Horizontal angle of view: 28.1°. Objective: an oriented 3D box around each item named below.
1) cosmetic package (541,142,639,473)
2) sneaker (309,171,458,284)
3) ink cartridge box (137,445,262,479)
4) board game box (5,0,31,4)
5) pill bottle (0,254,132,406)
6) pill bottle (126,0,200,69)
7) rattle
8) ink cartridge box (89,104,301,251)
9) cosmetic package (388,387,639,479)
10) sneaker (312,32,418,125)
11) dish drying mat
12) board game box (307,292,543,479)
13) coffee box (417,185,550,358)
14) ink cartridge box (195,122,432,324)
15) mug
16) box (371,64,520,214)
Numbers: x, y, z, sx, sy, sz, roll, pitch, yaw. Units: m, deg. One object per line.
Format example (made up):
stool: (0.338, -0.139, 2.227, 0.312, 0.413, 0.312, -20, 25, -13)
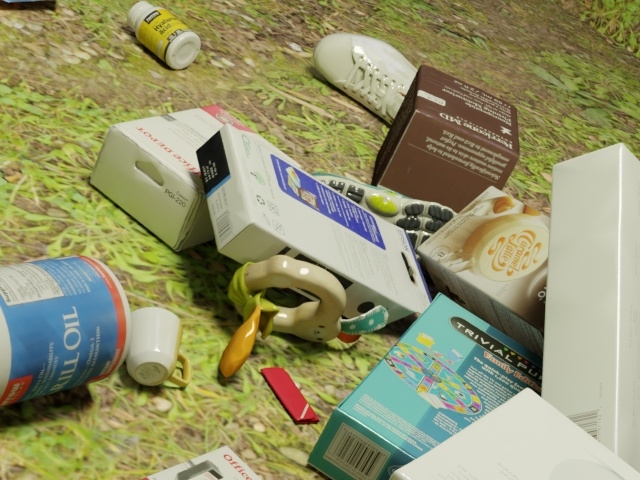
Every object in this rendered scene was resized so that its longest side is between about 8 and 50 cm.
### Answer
cosmetic package: (0.350, 0.129, 1.363, 0.284, 0.097, 0.377, 35, 50, -36)
sneaker: (0.096, -0.029, 1.718, 0.275, 0.107, 0.110, 24, 14, -10)
ink cartridge box: (-0.103, 0.241, 1.094, 0.099, 0.056, 0.135, 39, 30, 26)
board game box: (-0.468, -0.387, 1.927, 0.168, 0.033, 0.133, -16, 54, -47)
pill bottle: (-0.287, 0.086, 1.134, 0.124, 0.124, 0.221, 41, 31, 27)
pill bottle: (-0.244, -0.318, 1.965, 0.116, 0.065, 0.065, 40, 29, 26)
rattle: (-0.011, 0.111, 1.404, 0.199, 0.130, 0.143, 40, 26, -38)
ink cartridge box: (-0.153, -0.083, 1.593, 0.158, 0.092, 0.218, 37, 26, 20)
cosmetic package: (0.174, 0.264, 1.028, 0.224, 0.138, 0.224, 38, 29, 23)
sneaker: (0.118, -0.252, 2.123, 0.290, 0.106, 0.123, 27, 24, -3)
dish drying mat: (-0.032, 0.163, 1.353, 0.032, 0.008, 0.083, 3, 35, -38)
board game box: (0.168, 0.207, 1.373, 0.253, 0.079, 0.336, 33, 27, 11)
coffee box: (0.257, 0.046, 1.593, 0.246, 0.141, 0.098, 34, -20, 48)
ink cartridge box: (0.000, 0.000, 1.520, 0.332, 0.065, 0.165, 29, 31, -39)
mug: (-0.161, 0.111, 1.276, 0.078, 0.062, 0.064, 11, 38, -15)
box: (0.184, -0.127, 1.890, 0.168, 0.167, 0.203, 24, 27, -5)
